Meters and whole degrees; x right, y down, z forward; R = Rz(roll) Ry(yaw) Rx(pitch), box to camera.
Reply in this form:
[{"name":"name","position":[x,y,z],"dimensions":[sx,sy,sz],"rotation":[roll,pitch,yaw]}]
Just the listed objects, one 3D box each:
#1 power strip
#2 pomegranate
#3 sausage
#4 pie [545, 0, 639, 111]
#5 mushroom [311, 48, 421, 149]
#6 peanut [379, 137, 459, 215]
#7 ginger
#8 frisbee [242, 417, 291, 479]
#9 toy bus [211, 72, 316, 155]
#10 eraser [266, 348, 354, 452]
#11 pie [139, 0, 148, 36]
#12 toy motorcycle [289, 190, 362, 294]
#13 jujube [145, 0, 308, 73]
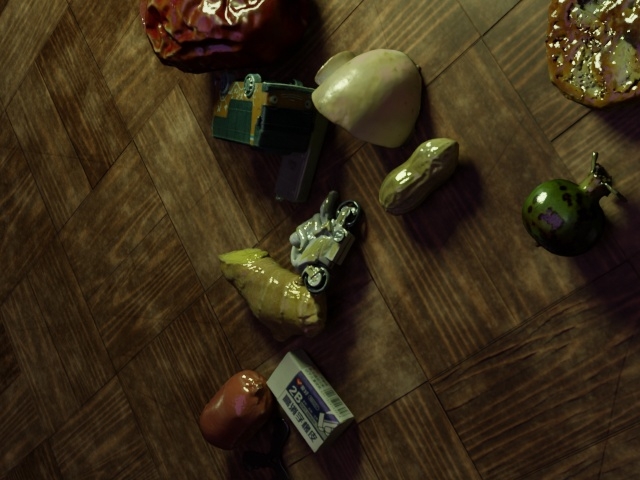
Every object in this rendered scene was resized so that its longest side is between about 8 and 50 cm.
[{"name":"power strip","position":[-0.039,-0.211,1.829],"dimensions":[0.078,0.052,0.272],"rotation":[29,112,35]},{"name":"pomegranate","position":[0.438,-0.050,1.397],"dimensions":[0.169,0.148,0.148],"rotation":[-29,74,12]},{"name":"sausage","position":[-0.201,0.421,1.982],"dimensions":[0.148,0.148,0.254],"rotation":[51,129,24]},{"name":"pie","position":[0.498,-0.347,1.333],"dimensions":[0.308,0.085,0.308],"rotation":[3,94,44]},{"name":"mushroom","position":[0.088,-0.319,1.630],"dimensions":[0.236,0.173,0.162],"rotation":[48,120,26]},{"name":"peanut","position":[0.194,-0.129,1.610],"dimensions":[0.214,0.098,0.090],"rotation":[-44,57,32]},{"name":"ginger","position":[-0.115,0.116,1.889],"dimensions":[0.354,0.126,0.190],"rotation":[40,129,33]},{"name":"frisbee","position":[-0.109,0.562,2.002],"dimensions":[0.211,0.012,0.187],"rotation":[-46,67,34]},{"name":"toy bus","position":[-0.132,-0.283,1.795],"dimensions":[0.275,0.138,0.167],"rotation":[19,105,57]},{"name":"eraser","position":[-0.027,0.371,1.873],"dimensions":[0.210,0.068,0.124],"rotation":[51,126,25]},{"name":"pie","position":[-0.410,-0.601,2.103],"dimensions":[0.182,0.049,0.182],"rotation":[11,107,40]},{"name":"toy motorcycle","position":[0.000,0.000,1.783],"dimensions":[0.151,0.074,0.229],"rotation":[24,89,35]},{"name":"jujube","position":[-0.218,-0.510,1.816],"dimensions":[0.376,0.276,0.276],"rotation":[1,96,22]}]
